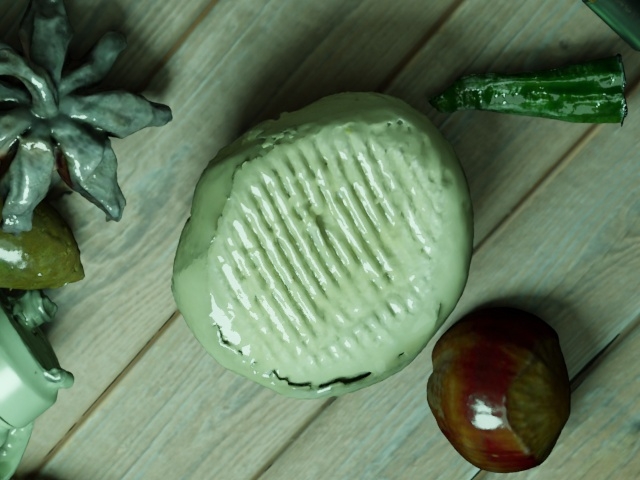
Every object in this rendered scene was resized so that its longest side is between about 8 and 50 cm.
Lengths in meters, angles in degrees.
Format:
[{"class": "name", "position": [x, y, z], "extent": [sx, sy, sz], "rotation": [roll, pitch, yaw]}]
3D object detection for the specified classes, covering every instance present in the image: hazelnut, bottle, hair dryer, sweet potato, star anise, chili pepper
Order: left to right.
[{"class": "sweet potato", "position": [-0.462, -0.045, 1.847], "extent": [0.422, 0.130, 0.130], "rotation": [20, 111, -9]}, {"class": "bottle", "position": [-0.446, 0.197, 1.913], "extent": [0.351, 0.229, 0.229], "rotation": [-32, 113, 2]}, {"class": "star anise", "position": [-0.308, -0.119, 1.765], "extent": [0.315, 0.139, 0.360], "rotation": [2, 90, -17]}, {"class": "hazelnut", "position": [0.225, 0.181, 1.991], "extent": [0.170, 0.160, 0.202], "rotation": [4, 77, -19]}, {"class": "chili pepper", "position": [0.237, -0.165, 1.875], "extent": [0.226, 0.059, 0.088], "rotation": [-4, 119, 0]}, {"class": "hair dryer", "position": [0.392, -0.313, 1.826], "extent": [0.100, 0.057, 0.198], "rotation": [37, 101, -20]}]

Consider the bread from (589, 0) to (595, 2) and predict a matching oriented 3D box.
[{"class": "bread", "position": [0.292, -0.323, 1.781], "extent": [0.084, 0.109, 0.080], "rotation": [40, 109, -15]}]

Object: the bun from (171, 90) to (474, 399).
[{"class": "bun", "position": [0.000, 0.000, 1.855], "extent": [0.359, 0.211, 0.360], "rotation": [-3, 106, -11]}]
